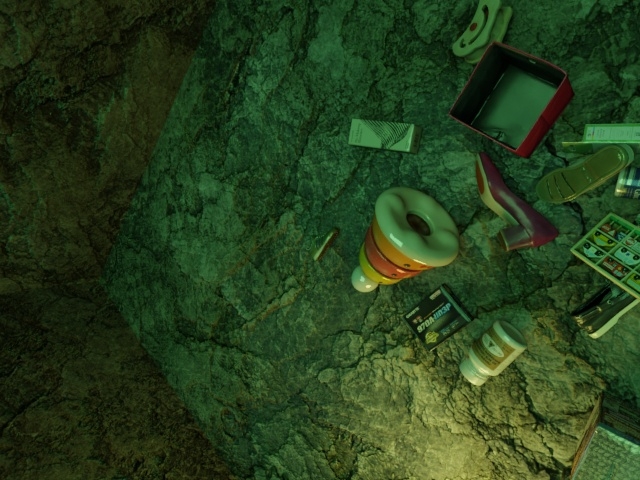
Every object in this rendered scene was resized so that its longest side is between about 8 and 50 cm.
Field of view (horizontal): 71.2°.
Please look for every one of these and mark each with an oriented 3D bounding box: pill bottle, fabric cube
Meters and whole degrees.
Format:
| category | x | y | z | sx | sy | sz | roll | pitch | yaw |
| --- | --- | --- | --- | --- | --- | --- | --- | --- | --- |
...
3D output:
| category | x | y | z | sx | sy | sz | roll | pitch | yaw |
| --- | --- | --- | --- | --- | --- | --- | --- | --- | --- |
| pill bottle | 0.980 | -0.164 | 1.325 | 0.170 | 0.094 | 0.094 | 14 | 101 | 32 |
| pill bottle | 0.608 | 0.404 | 1.593 | 0.131 | 0.131 | 0.229 | 45 | 116 | 23 |
| fabric cube | 0.622 | -0.443 | 1.447 | 0.254 | 0.258 | 0.259 | 40 | 114 | 26 |

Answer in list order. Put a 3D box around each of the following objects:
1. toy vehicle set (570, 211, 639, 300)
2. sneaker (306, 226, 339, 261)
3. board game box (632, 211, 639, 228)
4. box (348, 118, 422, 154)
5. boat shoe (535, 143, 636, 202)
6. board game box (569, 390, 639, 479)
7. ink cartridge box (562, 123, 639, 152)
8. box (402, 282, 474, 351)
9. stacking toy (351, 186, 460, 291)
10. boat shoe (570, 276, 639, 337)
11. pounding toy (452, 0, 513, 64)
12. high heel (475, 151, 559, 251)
| category | x | y | z | sx | sy | sz | roll | pitch | yaw |
| --- | --- | --- | --- | --- | --- | --- | --- | --- | --- |
| toy vehicle set | 0.911 | 0.048 | 1.319 | 0.166 | 0.035 | 0.266 | -48 | 41 | 11 |
| sneaker | 0.000 | 0.000 | 2.007 | 0.086 | 0.064 | 0.192 | 43 | 118 | 18 |
| board game box | 1.052 | -0.018 | 1.285 | 0.260 | 0.030 | 0.136 | 32 | 145 | 27 |
| box | 0.256 | -0.418 | 1.789 | 0.275 | 0.094 | 0.113 | 14 | 101 | 32 |
| boat shoe | 0.827 | -0.201 | 1.399 | 0.302 | 0.104 | 0.113 | -33 | 73 | 60 |
| board game box | 0.870 | 0.630 | 1.339 | 0.141 | 0.291 | 0.231 | 23 | 106 | 31 |
| ink cartridge box | 0.869 | -0.313 | 1.375 | 0.209 | 0.109 | 0.062 | 8 | 87 | 34 |
| box | 0.453 | 0.300 | 1.736 | 0.220 | 0.051 | 0.175 | -46 | 69 | 28 |
| stacking toy | 0.272 | 0.057 | 1.744 | 0.350 | 0.351 | 0.479 | 54 | 138 | 18 |
| boat shoe | 0.910 | 0.147 | 1.377 | 0.113 | 0.127 | 0.340 | 36 | 122 | 14 |
| pounding toy | 0.580 | -0.695 | 1.570 | 0.154 | 0.155 | 0.269 | 28 | 100 | 59 |
| high heel | 0.669 | -0.152 | 1.554 | 0.182 | 0.127 | 0.376 | -16 | 79 | 5 |
